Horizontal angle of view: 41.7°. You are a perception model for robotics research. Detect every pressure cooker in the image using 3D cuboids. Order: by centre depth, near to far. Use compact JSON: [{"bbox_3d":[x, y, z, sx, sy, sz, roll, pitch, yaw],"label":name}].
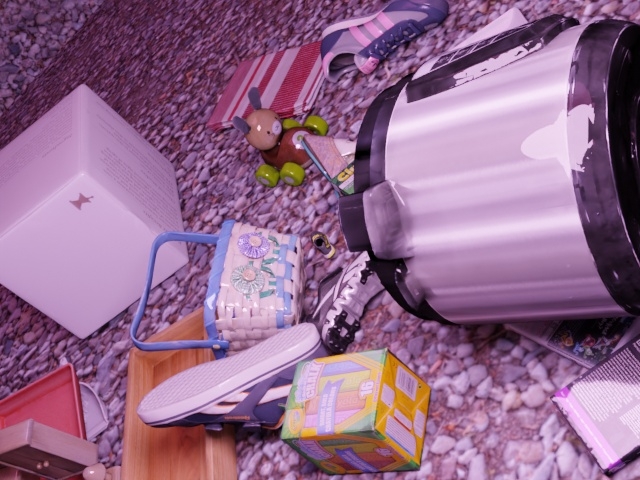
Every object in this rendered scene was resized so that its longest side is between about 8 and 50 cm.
[{"bbox_3d":[0.239,-0.067,1.106,0.420,0.370,0.376,-9,53,39],"label":"pressure cooker"}]

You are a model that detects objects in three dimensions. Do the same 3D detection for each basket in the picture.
[{"bbox_3d":[-0.173,0.084,1.484,0.288,0.201,0.255,-3,50,7],"label":"basket"}]

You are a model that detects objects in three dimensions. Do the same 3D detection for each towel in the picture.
[{"bbox_3d":[-0.112,-0.375,2.032,0.328,0.037,0.237,-4,51,39],"label":"towel"}]

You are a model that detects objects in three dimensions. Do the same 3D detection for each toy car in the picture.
[{"bbox_3d":[-0.101,-0.228,1.756,0.148,0.188,0.155,0,57,44],"label":"toy car"}]

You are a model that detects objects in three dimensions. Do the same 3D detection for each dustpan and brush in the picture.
[{"bbox_3d":[-0.513,0.328,1.737,0.147,0.060,0.211,-36,38,12],"label":"dustpan and brush"}]

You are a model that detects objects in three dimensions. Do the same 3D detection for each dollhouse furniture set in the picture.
[{"bbox_3d":[-0.498,0.508,1.416,0.303,0.174,0.356,-23,51,25],"label":"dollhouse furniture set"}]

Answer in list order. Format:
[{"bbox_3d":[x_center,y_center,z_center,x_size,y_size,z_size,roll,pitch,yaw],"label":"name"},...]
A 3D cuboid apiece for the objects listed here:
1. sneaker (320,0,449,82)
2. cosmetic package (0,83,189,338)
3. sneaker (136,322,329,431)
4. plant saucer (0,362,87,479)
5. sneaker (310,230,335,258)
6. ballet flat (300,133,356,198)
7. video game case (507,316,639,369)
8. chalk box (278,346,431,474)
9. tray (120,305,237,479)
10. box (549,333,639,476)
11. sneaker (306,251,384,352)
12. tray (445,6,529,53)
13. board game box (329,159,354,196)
[{"bbox_3d":[0.135,-0.425,1.806,0.319,0.112,0.131,-12,65,40],"label":"sneaker"},{"bbox_3d":[-0.539,-0.071,1.909,0.327,0.329,0.394,-35,38,12],"label":"cosmetic package"},{"bbox_3d":[-0.130,0.252,1.347,0.321,0.128,0.126,-22,18,8],"label":"sneaker"},{"bbox_3d":[-0.551,0.410,1.658,0.259,0.047,0.259,-28,60,20],"label":"plant saucer"},{"bbox_3d":[0.000,0.000,1.577,0.031,0.035,0.083,-44,37,1],"label":"sneaker"},{"bbox_3d":[0.064,-0.121,1.585,0.106,0.107,0.316,-35,48,7],"label":"ballet flat"},{"bbox_3d":[0.377,0.078,1.162,0.190,0.022,0.173,-51,37,-9],"label":"video game case"},{"bbox_3d":[0.033,0.256,1.232,0.213,0.132,0.132,-16,46,35],"label":"chalk box"},{"bbox_3d":[-0.250,0.323,1.486,0.202,0.076,0.411,-31,39,19],"label":"tray"},{"bbox_3d":[0.381,0.194,1.029,0.162,0.029,0.116,-39,49,10],"label":"box"},{"bbox_3d":[0.050,0.072,1.429,0.106,0.078,0.234,20,73,48],"label":"sneaker"},{"bbox_3d":[0.287,-0.332,1.617,0.270,0.030,0.145,-32,40,17],"label":"tray"},{"bbox_3d":[0.149,-0.155,1.471,0.259,0.030,0.136,-41,42,-8],"label":"board game box"}]
